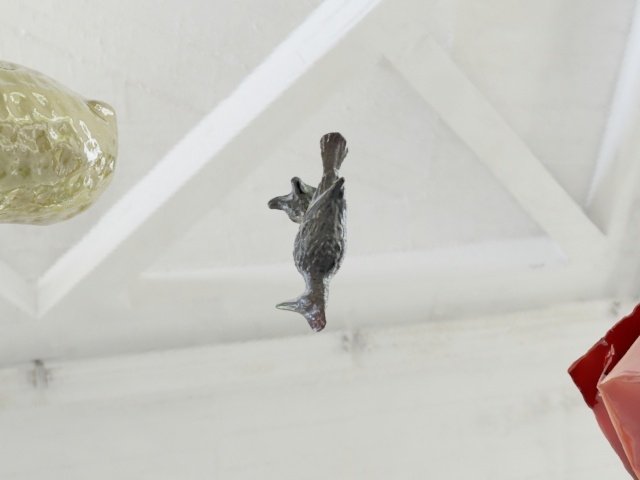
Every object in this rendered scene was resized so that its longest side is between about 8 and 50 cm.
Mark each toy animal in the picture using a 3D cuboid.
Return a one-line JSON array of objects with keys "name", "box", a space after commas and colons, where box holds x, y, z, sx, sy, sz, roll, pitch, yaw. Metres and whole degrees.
[{"name": "toy animal", "box": [-0.004, -0.001, 1.044, 0.070, 0.202, 0.105, 17, -33, -23]}]

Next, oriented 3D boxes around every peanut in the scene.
[{"name": "peanut", "box": [-0.274, -0.060, 0.735, 0.319, 0.147, 0.147, -4, -50, -56]}]

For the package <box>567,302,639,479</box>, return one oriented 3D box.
[{"name": "package", "box": [0.317, 0.075, 0.424, 0.423, 0.123, 0.196, -22, -77, 47]}]
